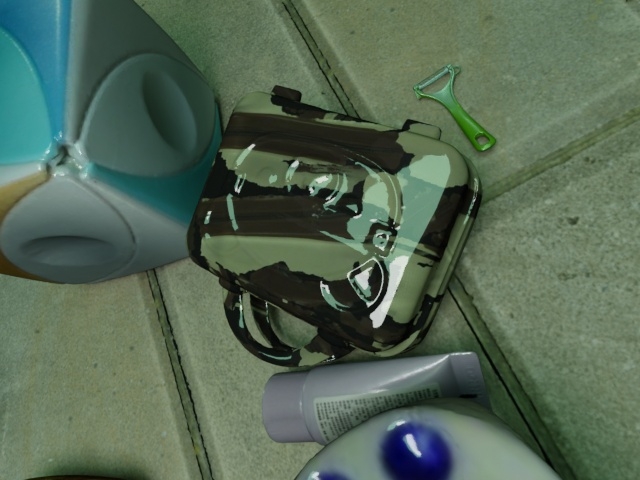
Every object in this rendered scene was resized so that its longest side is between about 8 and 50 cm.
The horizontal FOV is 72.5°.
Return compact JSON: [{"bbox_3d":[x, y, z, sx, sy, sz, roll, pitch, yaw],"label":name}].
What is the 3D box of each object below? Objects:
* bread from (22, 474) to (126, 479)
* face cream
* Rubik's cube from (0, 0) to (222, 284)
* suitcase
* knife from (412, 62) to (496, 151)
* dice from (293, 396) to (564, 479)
[{"bbox_3d":[-0.363,0.395,0.620,0.237,0.140,0.106,-6,68,14],"label":"bread"},{"bbox_3d":[0.065,0.200,0.543,0.274,0.154,0.096,-11,31,20],"label":"face cream"},{"bbox_3d":[-0.377,-0.144,0.676,0.348,0.352,0.351,-14,67,14],"label":"Rubik's cube"},{"bbox_3d":[0.000,0.000,0.589,0.352,0.194,0.339,22,92,24],"label":"suitcase"},{"bbox_3d":[0.212,-0.197,0.662,0.078,0.023,0.166,-34,64,14],"label":"knife"},{"bbox_3d":[0.124,0.307,0.371,0.243,0.251,0.259,-34,40,-2],"label":"dice"}]
